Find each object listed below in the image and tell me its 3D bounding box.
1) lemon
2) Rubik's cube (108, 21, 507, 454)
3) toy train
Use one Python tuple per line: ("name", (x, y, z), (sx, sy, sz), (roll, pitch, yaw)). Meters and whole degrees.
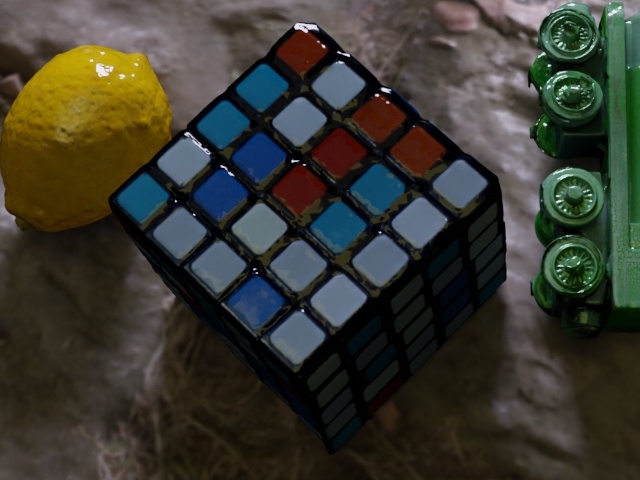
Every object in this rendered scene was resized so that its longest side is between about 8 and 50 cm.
("lemon", (-0.173, -0.072, 1.154), (0.114, 0.114, 0.155), (39, 91, 19))
("Rubik's cube", (0.000, 0.000, 1.063), (0.187, 0.184, 0.182), (-43, 69, -10))
("toy train", (0.206, -0.052, 1.112), (0.119, 0.085, 0.251), (2, 71, 3))
